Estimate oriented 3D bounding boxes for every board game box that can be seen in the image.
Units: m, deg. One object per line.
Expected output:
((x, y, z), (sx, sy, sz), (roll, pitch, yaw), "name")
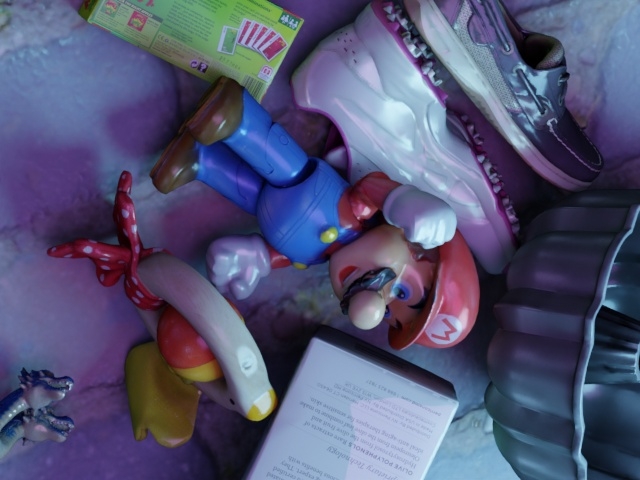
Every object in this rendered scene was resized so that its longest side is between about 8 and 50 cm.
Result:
((-0.117, -0.202, 1.769), (0.181, 0.043, 0.092), (26, 95, -24), "board game box")

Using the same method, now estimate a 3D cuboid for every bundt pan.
((0.257, 0.100, 1.881), (0.331, 0.124, 0.331), (-28, 122, -56), "bundt pan")

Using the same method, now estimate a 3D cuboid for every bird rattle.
((-0.121, 0.066, 1.769), (0.143, 0.207, 0.253), (-33, 124, -28), "bird rattle")

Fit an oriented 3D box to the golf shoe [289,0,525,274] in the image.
((0.085, -0.079, 1.855), (0.140, 0.115, 0.306), (-30, 113, 9), "golf shoe")

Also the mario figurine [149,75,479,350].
((0.000, 0.000, 1.754), (0.320, 0.198, 0.170), (34, 83, -6), "mario figurine")

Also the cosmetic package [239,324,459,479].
((-0.016, 0.275, 1.831), (0.155, 0.197, 0.365), (24, 93, 1), "cosmetic package")

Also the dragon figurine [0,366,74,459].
((-0.361, 0.191, 1.772), (0.289, 0.144, 0.085), (-11, 112, 4), "dragon figurine")

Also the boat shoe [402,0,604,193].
((0.191, -0.157, 1.844), (0.092, 0.103, 0.285), (-35, 118, 19), "boat shoe")
